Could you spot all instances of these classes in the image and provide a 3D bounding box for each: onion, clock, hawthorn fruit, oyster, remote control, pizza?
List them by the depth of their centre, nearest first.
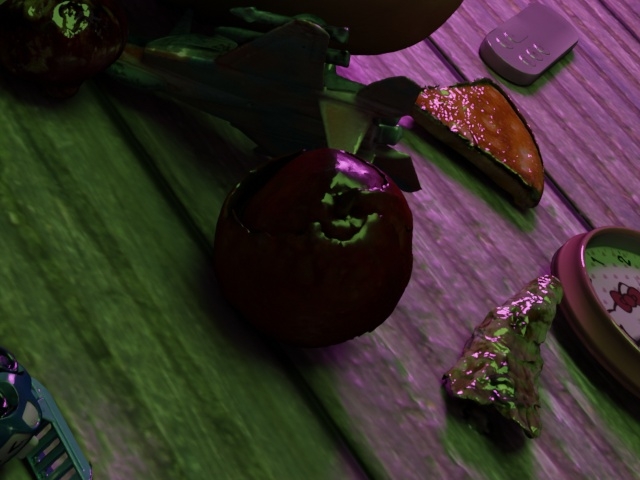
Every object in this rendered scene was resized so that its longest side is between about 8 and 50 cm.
[{"bbox_3d":[0.000,0.000,1.092,0.148,0.172,0.148,4,73,-12],"label":"hawthorn fruit"},{"bbox_3d":[-0.202,-0.157,1.188,0.107,0.097,0.107,4,20,-1],"label":"onion"},{"bbox_3d":[0.152,0.085,1.231,0.106,0.061,0.200,25,32,-17],"label":"oyster"},{"bbox_3d":[0.315,0.084,1.403,0.244,0.056,0.244,25,34,-18],"label":"clock"},{"bbox_3d":[0.148,-0.103,1.517,0.176,0.036,0.184,9,41,-35],"label":"pizza"},{"bbox_3d":[0.248,-0.234,1.814,0.077,0.022,0.245,41,31,6],"label":"remote control"}]

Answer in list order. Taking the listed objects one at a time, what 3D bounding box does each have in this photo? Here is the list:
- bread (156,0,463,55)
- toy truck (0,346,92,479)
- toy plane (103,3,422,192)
[{"bbox_3d":[-0.032,-0.305,1.366,0.348,0.252,0.376,17,7,34],"label":"bread"},{"bbox_3d":[-0.172,0.111,0.880,0.090,0.056,0.073,39,22,-20],"label":"toy truck"},{"bbox_3d":[-0.068,-0.132,1.234,0.326,0.223,0.104,26,63,19],"label":"toy plane"}]
